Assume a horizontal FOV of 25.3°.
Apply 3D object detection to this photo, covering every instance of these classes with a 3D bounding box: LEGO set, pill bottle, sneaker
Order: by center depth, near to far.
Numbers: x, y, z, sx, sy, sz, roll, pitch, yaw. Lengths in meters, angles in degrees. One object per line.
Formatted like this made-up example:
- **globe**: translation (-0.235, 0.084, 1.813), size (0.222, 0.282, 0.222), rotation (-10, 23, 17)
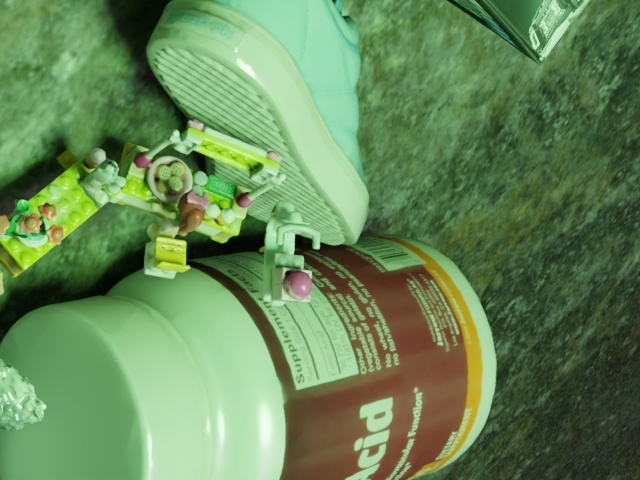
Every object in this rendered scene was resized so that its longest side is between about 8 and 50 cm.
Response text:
- **LEGO set**: translation (-0.127, -0.018, 0.964), size (0.287, 0.132, 0.107), rotation (-2, 168, -29)
- **sneaker**: translation (-0.013, -0.112, 1.060), size (0.150, 0.135, 0.366), rotation (-63, 165, -15)
- **pill bottle**: translation (-0.054, 0.121, 1.160), size (0.392, 0.224, 0.224), rotation (-8, 131, -47)

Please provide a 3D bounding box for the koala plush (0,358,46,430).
- **koala plush**: translation (-0.269, 0.052, 0.792), size (0.196, 0.221, 0.203), rotation (-19, 139, -44)

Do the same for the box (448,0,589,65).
- **box**: translation (0.016, -0.240, 0.831), size (0.076, 0.242, 0.307), rotation (-53, 152, 6)

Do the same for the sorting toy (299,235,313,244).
- **sorting toy**: translation (0.000, 0.000, 1.320), size (0.083, 0.012, 0.062), rotation (-44, 151, -11)
